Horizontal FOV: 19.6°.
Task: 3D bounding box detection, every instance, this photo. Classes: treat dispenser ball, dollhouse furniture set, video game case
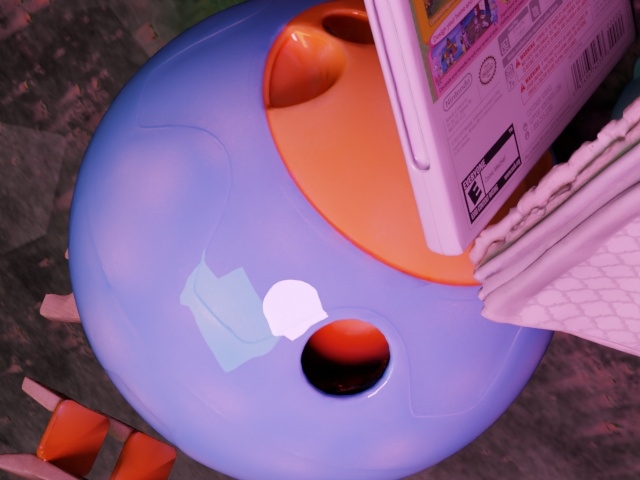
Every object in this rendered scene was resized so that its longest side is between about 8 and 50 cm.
[{"bbox_3d":[0.000,0.000,1.068,0.288,0.288,0.288,29,141,26],"label":"treat dispenser ball"},{"bbox_3d":[-0.062,0.078,1.274,0.135,0.262,0.259,13,166,38],"label":"dollhouse furniture set"},{"bbox_3d":[0.090,-0.130,0.908,0.023,0.212,0.193,9,130,34],"label":"video game case"}]

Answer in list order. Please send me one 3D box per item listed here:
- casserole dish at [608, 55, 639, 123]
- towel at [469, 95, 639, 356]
[{"bbox_3d":[0.228,-0.022,1.020,0.188,0.037,0.114,55,145,-7],"label":"casserole dish"},{"bbox_3d":[0.275,0.005,0.847,0.317,0.053,0.332,19,149,-16],"label":"towel"}]
